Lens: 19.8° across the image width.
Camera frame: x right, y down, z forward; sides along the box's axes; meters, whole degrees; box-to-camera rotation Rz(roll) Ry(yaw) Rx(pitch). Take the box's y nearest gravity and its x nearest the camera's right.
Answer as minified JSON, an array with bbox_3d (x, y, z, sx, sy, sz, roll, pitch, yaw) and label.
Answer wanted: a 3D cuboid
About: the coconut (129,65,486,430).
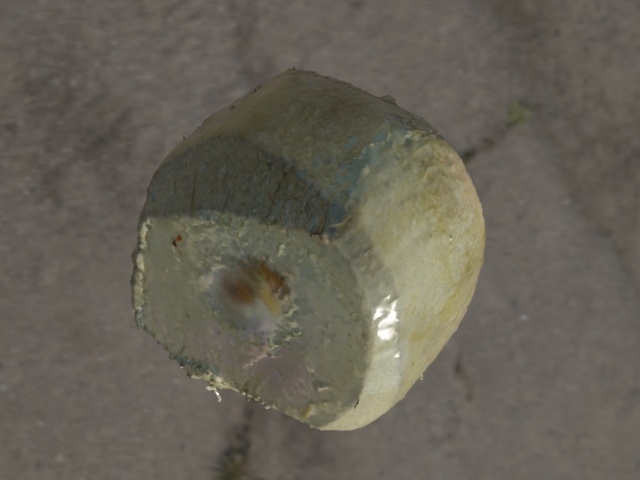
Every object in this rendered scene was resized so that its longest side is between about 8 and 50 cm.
[{"bbox_3d":[0.000,0.000,1.610,0.254,0.297,0.297,-49,124,-50],"label":"coconut"}]
